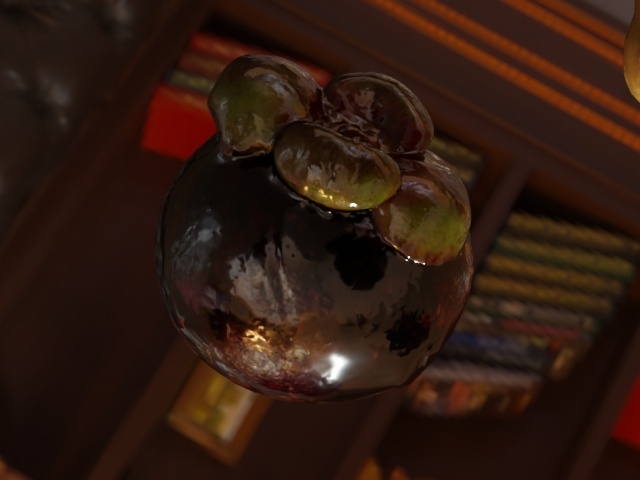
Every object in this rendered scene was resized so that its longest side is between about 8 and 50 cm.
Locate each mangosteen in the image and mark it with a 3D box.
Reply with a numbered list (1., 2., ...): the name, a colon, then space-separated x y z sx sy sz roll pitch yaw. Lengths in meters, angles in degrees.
1. mangosteen: 0.000 0.000 1.067 0.210 0.210 0.210 -60 176 -7

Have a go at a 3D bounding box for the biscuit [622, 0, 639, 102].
1. biscuit: 0.233 -0.097 0.776 0.249 0.184 0.035 -33 -155 -29
